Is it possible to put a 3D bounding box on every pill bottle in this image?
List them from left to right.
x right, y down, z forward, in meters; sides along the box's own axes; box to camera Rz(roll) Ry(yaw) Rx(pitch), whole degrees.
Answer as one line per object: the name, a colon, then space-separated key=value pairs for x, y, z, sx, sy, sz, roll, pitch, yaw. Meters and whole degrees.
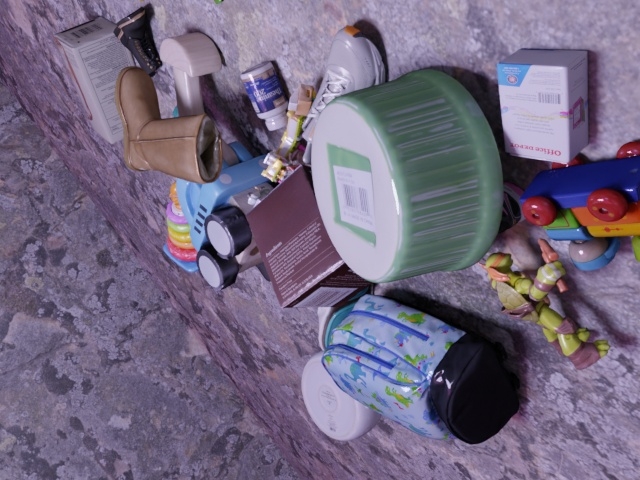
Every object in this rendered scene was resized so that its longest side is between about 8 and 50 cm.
pill bottle: x=-0.103 y=-0.280 z=1.101 sx=0.067 sy=0.067 sz=0.120 roll=12 pitch=133 yaw=51

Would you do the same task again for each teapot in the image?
teapot: x=0.089 y=0.382 z=1.471 sx=0.256 sy=0.187 sz=0.253 roll=51 pitch=133 yaw=29

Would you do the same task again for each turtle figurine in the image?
turtle figurine: x=0.314 y=0.089 z=0.823 sx=0.217 sy=0.087 sz=0.269 roll=46 pitch=172 yaw=-2

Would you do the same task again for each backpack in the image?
backpack: x=0.175 y=0.249 z=1.139 sx=0.355 sy=0.273 sz=0.290 roll=41 pitch=170 yaw=46

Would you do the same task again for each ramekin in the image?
ramekin: x=0.105 y=-0.084 z=0.823 sx=0.303 sy=0.148 sz=0.303 roll=49 pitch=148 yaw=47

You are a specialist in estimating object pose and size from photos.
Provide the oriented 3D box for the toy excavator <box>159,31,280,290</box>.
toy excavator: x=-0.240 y=-0.174 z=1.289 sx=0.445 sy=0.222 sz=0.433 roll=49 pitch=143 yaw=16

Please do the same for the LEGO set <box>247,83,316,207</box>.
LEGO set: x=-0.035 y=-0.171 z=1.091 sx=0.107 sy=0.132 sz=0.287 roll=33 pitch=128 yaw=2

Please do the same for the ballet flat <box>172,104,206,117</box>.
ballet flat: x=-0.281 y=-0.236 z=1.417 sx=0.087 sy=0.083 sz=0.247 roll=-5 pitch=122 yaw=42

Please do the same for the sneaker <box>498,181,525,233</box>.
sneaker: x=0.220 y=-0.069 z=0.844 sx=0.178 sy=0.077 sz=0.072 roll=30 pitch=144 yaw=37

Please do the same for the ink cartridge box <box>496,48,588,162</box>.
ink cartridge box: x=0.270 y=-0.163 z=0.684 sx=0.088 sy=0.052 sz=0.122 roll=22 pitch=139 yaw=45

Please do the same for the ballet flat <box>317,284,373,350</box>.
ballet flat: x=0.050 y=0.108 z=1.290 sx=0.139 sy=0.139 sz=0.400 roll=37 pitch=145 yaw=26

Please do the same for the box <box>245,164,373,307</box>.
box: x=0.000 y=0.000 z=1.042 sx=0.167 sy=0.168 sz=0.203 roll=-38 pitch=63 yaw=31

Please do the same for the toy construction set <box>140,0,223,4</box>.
toy construction set: x=-0.279 y=-0.500 z=0.988 sx=0.237 sy=0.257 sz=0.309 roll=52 pitch=176 yaw=-28

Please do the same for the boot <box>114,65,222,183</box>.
boot: x=-0.306 y=-0.241 z=1.150 sx=0.269 sy=0.089 sz=0.236 roll=10 pitch=110 yaw=42

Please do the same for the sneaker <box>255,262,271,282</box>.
sneaker: x=-0.226 y=0.009 z=1.522 sx=0.104 sy=0.146 sz=0.296 roll=35 pitch=150 yaw=62

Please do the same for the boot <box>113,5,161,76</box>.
boot: x=-0.426 y=-0.478 z=1.371 sx=0.137 sy=0.077 sz=0.198 roll=57 pitch=166 yaw=-19

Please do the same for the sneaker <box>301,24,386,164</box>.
sneaker: x=0.027 y=-0.216 z=0.921 sx=0.099 sy=0.121 sz=0.262 roll=38 pitch=150 yaw=23

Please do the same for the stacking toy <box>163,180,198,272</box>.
stacking toy: x=-0.395 y=-0.067 z=1.668 sx=0.165 sy=0.175 sz=0.302 roll=35 pitch=151 yaw=26

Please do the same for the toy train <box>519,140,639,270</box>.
toy train: x=0.370 y=-0.030 z=0.648 sx=0.143 sy=0.105 sz=0.248 roll=51 pitch=154 yaw=-20

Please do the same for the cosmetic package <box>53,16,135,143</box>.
cosmetic package: x=-0.598 y=-0.444 z=1.578 sx=0.129 sy=0.153 sz=0.296 roll=34 pitch=146 yaw=34
